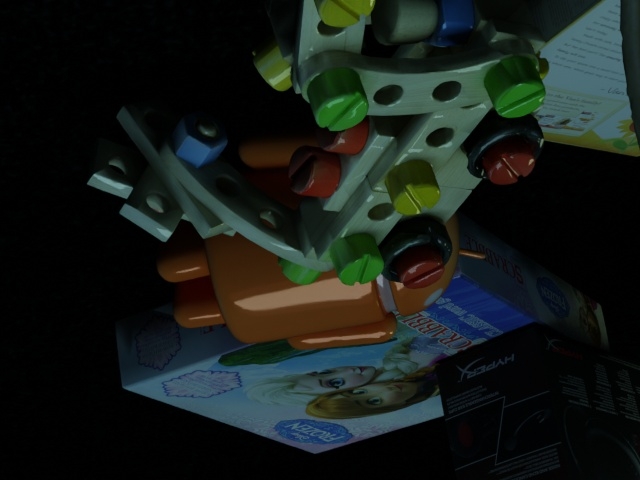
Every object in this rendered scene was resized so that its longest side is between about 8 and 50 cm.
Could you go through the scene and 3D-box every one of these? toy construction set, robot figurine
[{"bbox_3d":[0.005,-0.067,0.986,0.215,0.151,0.327,6,154,-33],"label":"toy construction set"},{"bbox_3d":[0.000,-0.001,1.170,0.219,0.158,0.128,-10,178,6],"label":"robot figurine"}]

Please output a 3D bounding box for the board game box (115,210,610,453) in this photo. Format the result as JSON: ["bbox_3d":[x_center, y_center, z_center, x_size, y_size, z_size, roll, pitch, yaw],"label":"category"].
[{"bbox_3d":[0.045,0.090,1.470,0.318,0.066,0.318,-20,154,26],"label":"board game box"}]

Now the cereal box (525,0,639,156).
[{"bbox_3d":[0.209,-0.130,1.039,0.173,0.047,0.240,8,152,-33],"label":"cereal box"}]

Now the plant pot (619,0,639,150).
[{"bbox_3d":[0.355,-0.107,0.758,0.305,0.334,0.334,-8,159,-28],"label":"plant pot"}]

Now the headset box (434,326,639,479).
[{"bbox_3d":[0.222,0.241,1.429,0.110,0.293,0.218,-25,153,32],"label":"headset box"}]
